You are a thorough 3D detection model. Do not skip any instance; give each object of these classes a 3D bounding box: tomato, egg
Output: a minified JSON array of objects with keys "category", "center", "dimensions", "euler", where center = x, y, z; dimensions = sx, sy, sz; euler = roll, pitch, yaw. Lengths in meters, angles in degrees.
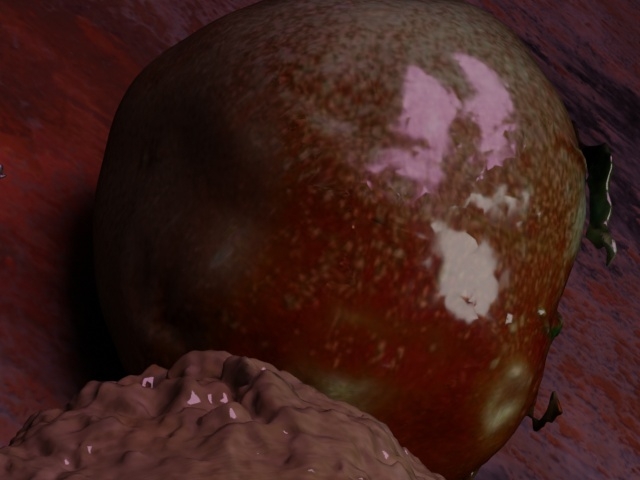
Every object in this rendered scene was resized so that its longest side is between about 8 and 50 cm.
[{"category":"tomato","center":[0.000,0.000,0.917],"dimensions":[0.239,0.303,0.303],"euler":[9,45,-24]},{"category":"egg","center":[-0.052,0.193,0.619],"dimensions":[0.279,0.279,0.310],"euler":[31,38,-24]}]

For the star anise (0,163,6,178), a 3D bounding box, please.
[{"category":"star anise","center":[-0.189,-0.022,0.634],"dimensions":[0.141,0.042,0.141],"euler":[31,37,-26]}]
